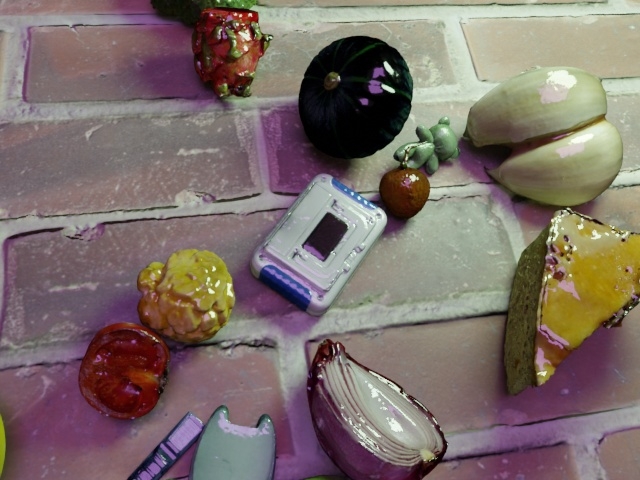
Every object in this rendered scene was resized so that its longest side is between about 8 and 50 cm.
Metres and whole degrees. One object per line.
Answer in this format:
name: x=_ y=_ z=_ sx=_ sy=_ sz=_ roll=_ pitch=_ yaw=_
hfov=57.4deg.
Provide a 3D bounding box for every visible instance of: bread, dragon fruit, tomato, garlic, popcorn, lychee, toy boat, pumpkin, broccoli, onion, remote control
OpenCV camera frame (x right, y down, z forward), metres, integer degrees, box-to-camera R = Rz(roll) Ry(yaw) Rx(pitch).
bread: x=0.476 y=0.131 z=1.036 sx=0.279 sy=0.248 sz=0.315 roll=9 pitch=68 yaw=-2
dragon fruit: x=-0.187 y=-0.394 z=1.231 sx=0.166 sy=0.172 sz=0.160 roll=8 pitch=27 yaw=2
tomato: x=-0.315 y=0.202 z=0.963 sx=0.139 sy=0.091 sz=0.159 roll=12 pitch=103 yaw=-12
garlic: x=0.487 y=-0.226 z=1.238 sx=0.313 sy=0.286 sz=0.249 roll=-11 pitch=23 yaw=-18
popcorn: x=-0.229 y=0.093 z=1.006 sx=0.180 sy=0.170 sz=0.180 roll=29 pitch=48 yaw=-37
lychee: x=0.168 y=-0.115 z=1.180 sx=0.114 sy=0.101 sz=0.140 roll=-11 pitch=80 yaw=-46
toy boat: x=-0.144 y=0.374 z=0.939 sx=0.134 sy=0.079 sz=0.208 roll=14 pitch=54 yaw=-11
pumpkin: x=0.086 y=-0.279 z=1.199 sx=0.248 sy=0.248 sz=0.248 roll=3 pitch=65 yaw=-7
broccoli: x=-0.268 y=-0.606 z=1.312 sx=0.302 sy=0.186 sz=0.254 roll=40 pitch=106 yaw=11
onion: x=0.064 y=0.287 z=0.962 sx=0.227 sy=0.120 sz=0.283 roll=14 pitch=28 yaw=-47
remote control: x=-0.252 y=0.350 z=0.951 sx=0.043 sy=0.027 sz=0.152 roll=38 pitch=64 yaw=14

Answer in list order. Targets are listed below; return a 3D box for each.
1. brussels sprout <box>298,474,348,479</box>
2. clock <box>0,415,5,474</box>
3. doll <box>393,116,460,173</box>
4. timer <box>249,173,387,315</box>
brussels sprout: x=-0.007 y=0.450 z=0.830 sx=0.244 sy=0.244 sz=0.244 roll=3 pitch=65 yaw=-7
clock: x=-0.616 y=0.331 z=0.882 sx=0.293 sy=0.071 sz=0.277 roll=5 pitch=73 yaw=7
doll: x=0.219 y=-0.196 z=1.241 sx=0.150 sy=0.077 sz=0.115 roll=-27 pitch=117 yaw=-13
timer: x=0.000 y=0.000 z=1.117 sx=0.178 sy=0.078 sz=0.253 roll=33 pitch=65 yaw=7
